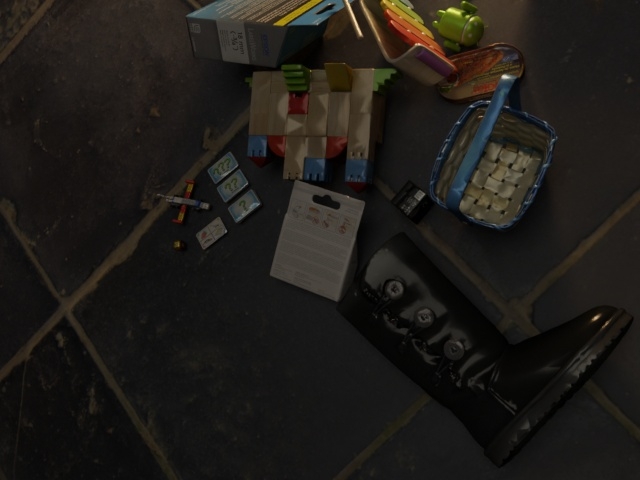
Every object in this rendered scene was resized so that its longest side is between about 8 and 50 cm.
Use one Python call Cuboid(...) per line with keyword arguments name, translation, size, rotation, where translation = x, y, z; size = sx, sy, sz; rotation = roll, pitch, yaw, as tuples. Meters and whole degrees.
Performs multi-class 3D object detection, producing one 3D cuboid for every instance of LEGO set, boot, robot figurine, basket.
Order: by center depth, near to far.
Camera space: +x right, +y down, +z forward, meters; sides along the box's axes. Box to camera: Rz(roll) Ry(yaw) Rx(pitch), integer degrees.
Cuboid(name="basket", translation=(0.314, -0.139, 1.222), size=(0.201, 0.289, 0.254), rotation=(26, 85, 20))
Cuboid(name="boot", translation=(0.294, 0.140, 1.260), size=(0.367, 0.146, 0.445), rotation=(-48, 61, 4))
Cuboid(name="robot figurine", translation=(0.303, -0.463, 1.424), size=(0.115, 0.067, 0.101), rotation=(31, 107, 24))
Cuboid(name="LEGO set", translation=(-0.282, -0.086, 1.584), size=(0.244, 0.060, 0.182), rotation=(-37, 63, 11))

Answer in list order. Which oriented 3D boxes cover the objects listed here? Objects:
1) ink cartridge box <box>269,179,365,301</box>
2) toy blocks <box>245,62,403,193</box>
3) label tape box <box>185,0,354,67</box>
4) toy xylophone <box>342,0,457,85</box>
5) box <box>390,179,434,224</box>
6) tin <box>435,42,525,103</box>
Cuboid(name="ink cartridge box", translation=(0.000, 0.000, 1.422), size=(0.181, 0.056, 0.224), rotation=(20, 99, 25))
Cuboid(name="toy blocks", translation=(-0.012, -0.238, 1.460), size=(0.382, 0.191, 0.260), rotation=(5, 91, 23))
Cuboid(name="label tape box", translation=(-0.098, -0.488, 1.501), size=(0.334, 0.105, 0.240), rotation=(13, 39, 24))
Cuboid(name="toy xylophone", translation=(0.154, -0.455, 1.382), size=(0.081, 0.236, 0.322), rotation=(-43, 53, 30))
Cuboid(name="box", translation=(0.193, -0.079, 1.371), size=(0.052, 0.083, 0.062), rotation=(43, 95, 23))
Cuboid(name="tin", translation=(0.340, -0.354, 1.402), size=(0.190, 0.040, 0.106), rotation=(-10, 70, 20))
